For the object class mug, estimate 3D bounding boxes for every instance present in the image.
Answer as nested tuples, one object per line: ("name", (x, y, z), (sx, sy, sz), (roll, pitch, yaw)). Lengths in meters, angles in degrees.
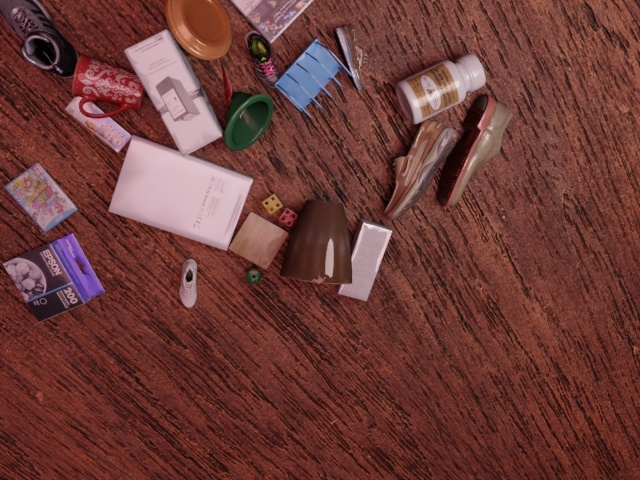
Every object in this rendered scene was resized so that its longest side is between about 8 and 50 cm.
("mug", (-0.563, -0.399, 1.558), (0.169, 0.113, 0.150), (12, 108, -16))

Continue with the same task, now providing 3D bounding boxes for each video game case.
("video game case", (-0.129, -0.666, 1.580), (0.190, 0.022, 0.173), (-44, 107, 5))
("video game case", (-0.790, -0.120, 1.653), (0.119, 0.015, 0.166), (-35, 108, 3))

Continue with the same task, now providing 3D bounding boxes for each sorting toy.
("sorting toy", (-0.181, -0.012, 1.752), (0.132, 0.046, 0.274), (30, 101, -15))

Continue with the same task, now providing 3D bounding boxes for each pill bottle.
("pill bottle", (0.341, -0.435, 1.656), (0.229, 0.131, 0.131), (-26, 108, 0))

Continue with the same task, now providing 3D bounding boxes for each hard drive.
("hard drive", (-0.401, -0.134, 1.686), (0.353, 0.047, 0.233), (19, 103, -14))

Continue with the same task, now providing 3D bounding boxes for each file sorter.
("file sorter", (-0.018, -0.439, 1.600), (0.170, 0.104, 0.118), (-46, 129, 7))

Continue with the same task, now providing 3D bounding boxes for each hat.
("hat", (-0.250, -0.386, 1.634), (0.183, 0.173, 0.208), (40, 105, 19))

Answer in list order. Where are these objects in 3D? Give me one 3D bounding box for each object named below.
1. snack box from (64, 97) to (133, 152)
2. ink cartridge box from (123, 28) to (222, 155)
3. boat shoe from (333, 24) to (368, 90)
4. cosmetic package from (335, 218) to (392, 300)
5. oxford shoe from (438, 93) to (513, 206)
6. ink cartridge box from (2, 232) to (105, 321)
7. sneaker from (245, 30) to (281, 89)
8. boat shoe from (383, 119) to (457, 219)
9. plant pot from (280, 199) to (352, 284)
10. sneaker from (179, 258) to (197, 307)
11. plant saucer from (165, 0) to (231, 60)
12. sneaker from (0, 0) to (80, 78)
("snack box", (-0.611, -0.326, 1.613), (0.178, 0.022, 0.064), (41, 96, -17))
("ink cartridge box", (-0.373, -0.386, 1.531), (0.121, 0.211, 0.289), (-26, 109, 0))
("boat shoe", (0.098, -0.513, 1.633), (0.066, 0.066, 0.183), (-22, 108, -2))
("cosmetic package", (0.132, 0.060, 1.810), (0.098, 0.060, 0.239), (16, 103, -14))
("oxford shoe", (0.467, -0.248, 1.736), (0.130, 0.123, 0.348), (19, 104, -18))
("ink cartridge box", (-0.777, 0.111, 1.708), (0.208, 0.045, 0.206), (-24, 108, -2))
("sneaker", (-0.155, -0.492, 1.599), (0.063, 0.075, 0.170), (-26, 108, 0))
("boat shoe", (0.276, -0.210, 1.735), (0.116, 0.123, 0.324), (37, 110, 17))
("plant pot", (0.000, 0.000, 1.714), (0.215, 0.215, 0.230), (6, 92, -10))
("sneaker", (-0.401, 0.136, 1.759), (0.053, 0.061, 0.152), (1, 108, -10))
("plant saucer", (-0.306, -0.567, 1.507), (0.037, 0.200, 0.200), (-15, 114, 42))
("sneaker", (-0.725, -0.529, 1.468), (0.101, 0.153, 0.268), (-39, 108, 4))
